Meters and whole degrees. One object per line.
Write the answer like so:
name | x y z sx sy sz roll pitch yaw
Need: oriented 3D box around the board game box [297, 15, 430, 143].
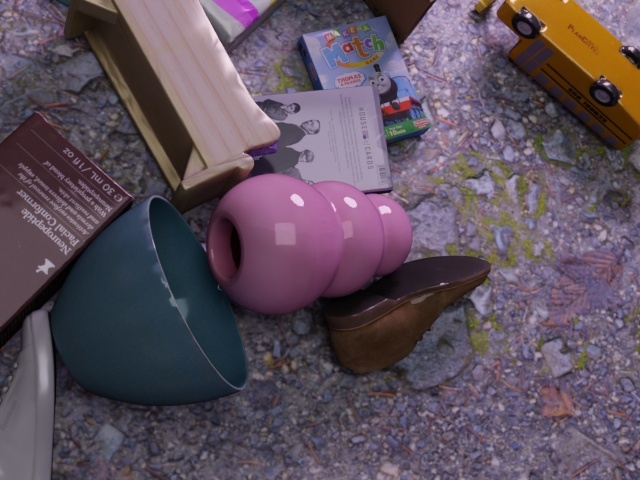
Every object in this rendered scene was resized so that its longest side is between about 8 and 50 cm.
board game box | 0.072 -0.259 1.724 0.160 0.039 0.211 -18 80 -20

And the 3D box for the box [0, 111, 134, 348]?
box | -0.459 0.023 1.428 0.191 0.143 0.381 42 69 -2

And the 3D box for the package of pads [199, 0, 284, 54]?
package of pads | -0.144 -0.471 1.685 0.229 0.101 0.296 44 66 -3

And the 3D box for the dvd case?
dvd case | -0.014 -0.150 1.645 0.239 0.029 0.179 -6 79 -8

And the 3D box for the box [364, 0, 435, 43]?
box | 0.100 -0.439 1.716 0.021 0.164 0.201 -37 88 -20

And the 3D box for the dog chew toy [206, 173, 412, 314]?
dog chew toy | 0.000 0.000 1.547 0.332 0.207 0.206 -5 76 -34

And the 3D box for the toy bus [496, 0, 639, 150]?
toy bus | 0.449 -0.314 1.807 0.333 0.130 0.108 40 68 -3

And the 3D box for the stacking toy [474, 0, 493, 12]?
stacking toy | 0.315 -0.531 1.875 0.221 0.052 0.167 -38 90 -25

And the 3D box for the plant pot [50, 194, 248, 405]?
plant pot | -0.249 0.109 1.416 0.195 0.290 0.290 -25 82 6

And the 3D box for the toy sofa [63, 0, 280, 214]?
toy sofa | -0.225 -0.231 1.565 0.177 0.150 0.362 -28 84 -24

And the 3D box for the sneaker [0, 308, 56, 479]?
sneaker | -0.416 0.235 1.385 0.123 0.106 0.290 4 84 -12

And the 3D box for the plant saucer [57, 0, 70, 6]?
plant saucer | -0.383 -0.426 1.640 0.119 0.021 0.119 5 73 -15

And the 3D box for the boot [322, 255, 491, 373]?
boot | 0.143 0.109 1.629 0.305 0.112 0.115 -22 112 -26
